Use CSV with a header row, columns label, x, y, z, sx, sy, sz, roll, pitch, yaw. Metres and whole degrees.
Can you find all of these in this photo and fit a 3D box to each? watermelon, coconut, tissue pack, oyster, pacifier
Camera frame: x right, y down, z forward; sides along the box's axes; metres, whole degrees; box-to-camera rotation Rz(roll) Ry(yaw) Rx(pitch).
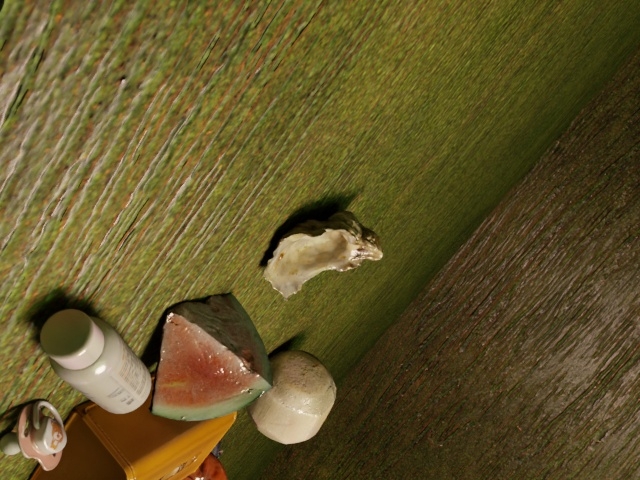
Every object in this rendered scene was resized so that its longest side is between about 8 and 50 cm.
label,x,y,z,sx,sy,sz,roll,pitch,yaw
watermelon,-0.197,0.175,1.082,0.207,0.202,0.136,-31,-160,-11
coconut,-0.081,0.396,1.730,0.224,0.224,0.234,-31,157,-45
tissue pack,-0.296,0.337,1.128,0.194,0.145,0.274,-52,163,24
oyster,0.001,0.007,1.204,0.233,0.107,0.161,-9,149,-36
pacifier,-0.369,0.249,0.881,0.078,0.081,0.099,-16,138,6

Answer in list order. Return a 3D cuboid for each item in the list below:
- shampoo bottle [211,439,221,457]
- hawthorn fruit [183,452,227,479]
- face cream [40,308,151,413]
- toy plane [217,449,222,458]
label,x,y,z,sx,sy,sz,roll,pitch,yaw
shampoo bottle,-0.276,0.495,1.546,0.049,0.087,0.233,53,49,-54
hawthorn fruit,-0.330,0.533,1.348,0.307,0.276,0.276,-37,169,24
face cream,-0.269,0.148,0.840,0.082,0.082,0.269,-42,163,-17
toy plane,-0.353,0.601,1.596,0.326,0.104,0.223,-30,155,-14
